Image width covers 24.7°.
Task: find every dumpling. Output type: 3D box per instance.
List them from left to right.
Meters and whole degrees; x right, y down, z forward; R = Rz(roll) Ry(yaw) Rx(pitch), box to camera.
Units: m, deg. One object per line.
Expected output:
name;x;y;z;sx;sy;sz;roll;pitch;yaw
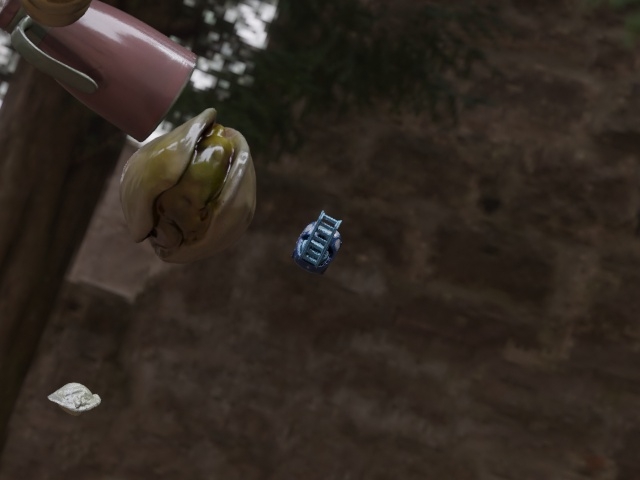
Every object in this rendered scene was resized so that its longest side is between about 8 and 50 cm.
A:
dumpling;-0.393;0.255;2.357;0.057;0.052;0.076;1;-31;46

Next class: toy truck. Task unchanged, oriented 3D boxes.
toy truck;0.000;0.000;1.951;0.056;0.073;0.090;28;-25;1

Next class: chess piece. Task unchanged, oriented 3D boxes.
chess piece;-0.235;-0.245;1.343;0.094;0.094;0.170;21;-15;-7

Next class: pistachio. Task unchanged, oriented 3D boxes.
pistachio;-0.161;-0.070;1.862;0.166;0.197;0.288;31;-20;-16

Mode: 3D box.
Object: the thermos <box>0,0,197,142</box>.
thermos;-0.317;-0.257;1.992;0.265;0.146;0.176;32;29;-18
